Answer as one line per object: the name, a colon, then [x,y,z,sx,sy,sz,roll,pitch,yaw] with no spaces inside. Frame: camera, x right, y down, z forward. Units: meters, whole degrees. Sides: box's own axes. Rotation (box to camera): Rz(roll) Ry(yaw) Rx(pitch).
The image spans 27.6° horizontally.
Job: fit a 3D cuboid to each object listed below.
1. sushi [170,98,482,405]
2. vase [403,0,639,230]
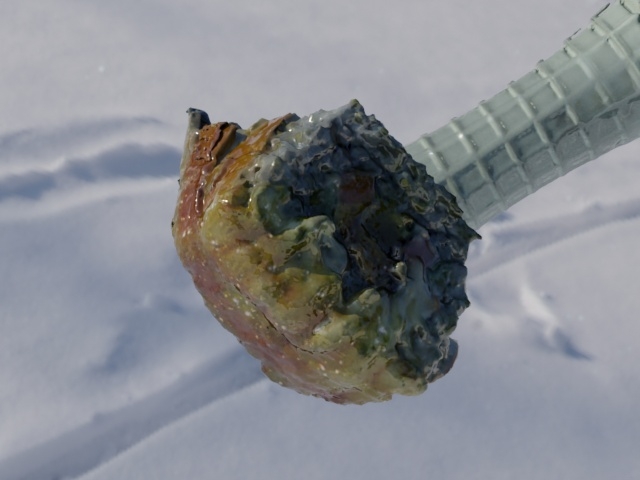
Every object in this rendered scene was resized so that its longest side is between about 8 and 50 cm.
sushi: [0.000,0.000,1.012,0.274,0.139,0.184,48,58,-14]
vase: [0.181,-0.095,1.152,0.143,0.299,0.143,59,4,-7]
